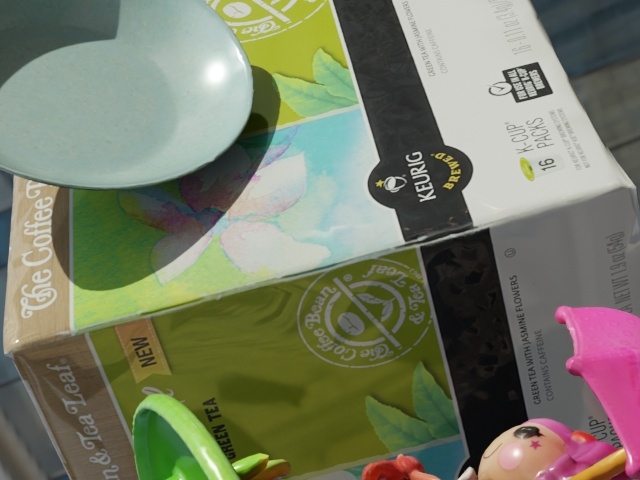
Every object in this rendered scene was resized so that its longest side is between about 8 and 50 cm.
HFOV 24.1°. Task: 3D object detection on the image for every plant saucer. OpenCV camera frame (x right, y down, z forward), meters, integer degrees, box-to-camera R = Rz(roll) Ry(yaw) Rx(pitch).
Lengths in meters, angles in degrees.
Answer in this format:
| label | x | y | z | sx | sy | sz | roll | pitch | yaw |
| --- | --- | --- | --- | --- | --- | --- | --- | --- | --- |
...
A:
| label | x | y | z | sx | sy | sz | roll | pitch | yaw |
| --- | --- | --- | --- | --- | --- | --- | --- | --- | --- |
| plant saucer | -0.134 | -0.086 | 0.807 | 0.037 | 0.195 | 0.195 | 111 | 161 | -45 |

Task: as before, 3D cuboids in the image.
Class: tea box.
| label | x | y | z | sx | sy | sz | roll | pitch | yaw |
| --- | --- | --- | --- | --- | --- | --- | --- | --- | --- |
| tea box | 0.000 | 0.000 | 0.905 | 0.329 | 0.323 | 0.220 | -104 | -3 | -53 |

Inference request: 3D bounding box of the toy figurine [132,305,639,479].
| label | x | y | z | sx | sy | sz | roll | pitch | yaw |
| --- | --- | --- | --- | --- | --- | --- | --- | --- | --- |
| toy figurine | 0.043 | 0.082 | 0.420 | 0.130 | 0.159 | 0.173 | 66 | 160 | 12 |
